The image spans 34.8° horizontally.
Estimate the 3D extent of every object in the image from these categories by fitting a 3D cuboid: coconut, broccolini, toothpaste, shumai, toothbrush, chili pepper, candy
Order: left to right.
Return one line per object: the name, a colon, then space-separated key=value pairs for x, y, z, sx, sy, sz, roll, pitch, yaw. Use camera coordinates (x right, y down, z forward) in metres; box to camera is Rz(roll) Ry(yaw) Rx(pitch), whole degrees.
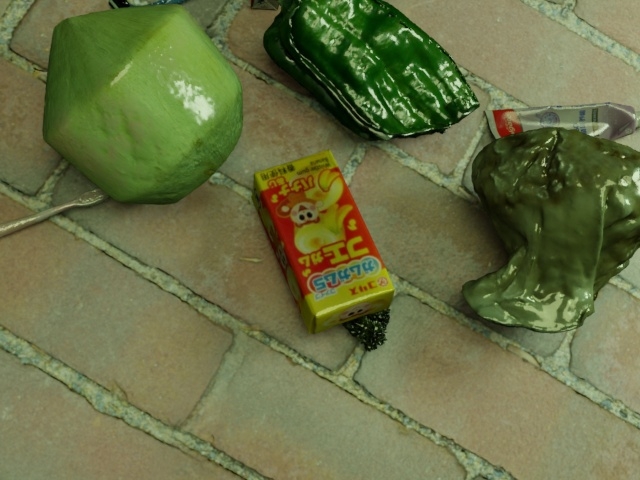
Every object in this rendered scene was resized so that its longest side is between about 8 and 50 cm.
toothbrush: x=-0.485 y=-0.026 z=1.646 sx=0.307 sy=0.029 sz=0.025 roll=-20 pitch=79 yaw=-11
coconut: x=-0.286 y=-0.222 z=1.596 sx=0.329 sy=0.281 sz=0.328 roll=-3 pitch=112 yaw=-8
candy: x=0.000 y=0.000 z=1.655 sx=0.146 sy=0.088 sz=0.276 roll=-17 pitch=68 yaw=-13
broccolini: x=0.028 y=0.106 z=1.690 sx=0.201 sy=0.058 sz=0.074 roll=31 pitch=58 yaw=16
chili pepper: x=0.081 y=-0.289 z=1.737 sx=0.385 sy=0.167 sz=0.213 roll=34 pitch=88 yaw=-11
shumai: x=0.385 y=0.008 z=1.620 sx=0.292 sy=0.330 sz=0.288 roll=50 pitch=51 yaw=-38
toothpaste: x=0.449 y=-0.211 z=1.830 sx=0.301 sy=0.048 sz=0.075 roll=-4 pitch=80 yaw=-8

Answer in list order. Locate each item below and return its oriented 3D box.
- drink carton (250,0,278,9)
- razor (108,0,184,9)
drink carton: x=-0.095 y=-0.498 z=1.804 sx=0.056 sy=0.071 sz=0.165 roll=2 pitch=76 yaw=-12
razor: x=-0.240 y=-0.438 z=1.784 sx=0.253 sy=0.042 sz=0.082 roll=-27 pitch=40 yaw=-16
